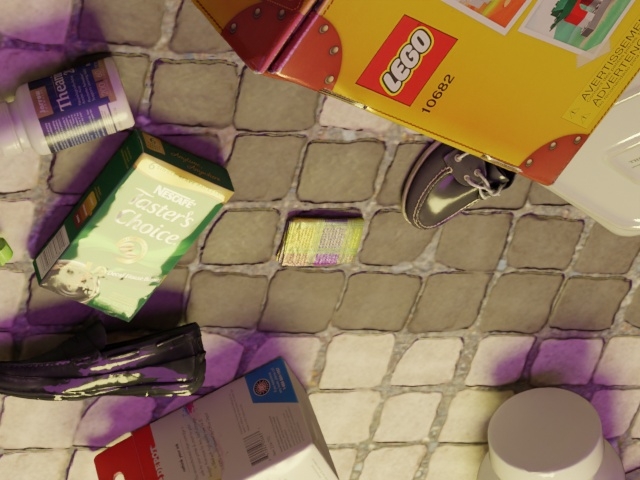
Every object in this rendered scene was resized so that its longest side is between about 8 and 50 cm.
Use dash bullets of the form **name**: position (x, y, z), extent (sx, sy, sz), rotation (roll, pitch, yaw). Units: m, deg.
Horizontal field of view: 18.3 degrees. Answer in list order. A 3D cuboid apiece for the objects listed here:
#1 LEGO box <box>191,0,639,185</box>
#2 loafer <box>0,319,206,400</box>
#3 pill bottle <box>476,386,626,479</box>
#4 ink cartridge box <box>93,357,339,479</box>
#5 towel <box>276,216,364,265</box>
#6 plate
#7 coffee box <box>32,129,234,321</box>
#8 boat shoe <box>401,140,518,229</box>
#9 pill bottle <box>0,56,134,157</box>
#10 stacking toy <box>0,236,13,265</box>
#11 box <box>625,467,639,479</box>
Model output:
- **LEGO box**: position (0.169, -0.325, 1.563), extent (0.372, 0.193, 0.500), rotation (19, 114, -46)
- **loafer**: position (-0.225, 0.118, 1.977), extent (0.223, 0.076, 0.078), rotation (-3, 94, -9)
- **pill bottle**: position (0.264, 0.311, 2.241), extent (0.169, 0.169, 0.301), rotation (-17, 132, -5)
- **ink cartridge box**: position (-0.111, 0.238, 2.068), extent (0.231, 0.134, 0.078), rotation (-27, 133, 5)
- **towel**: position (0.000, 0.000, 1.989), extent (0.083, 0.009, 0.060), rotation (-1, 128, -20)
- **plate**: position (0.308, -0.091, 1.835), extent (0.277, 0.045, 0.278), rotation (-26, 141, 37)
- **coffee box**: position (-0.180, -0.012, 1.893), extent (0.113, 0.040, 0.184), rotation (25, 117, -34)
- **boat shoe**: position (0.159, -0.076, 1.942), extent (0.075, 0.065, 0.206), rotation (30, 114, -36)
- **pill bottle**: position (-0.232, -0.116, 1.769), extent (0.120, 0.067, 0.067), rotation (-19, 133, -4)
- **stacking toy**: position (-0.409, 0.001, 1.817), extent (0.221, 0.052, 0.167), rotation (-23, 133, 0)
- **box**: position (0.445, 0.356, 2.318), extent (0.114, 0.203, 0.103), rotation (-24, 133, 1)
